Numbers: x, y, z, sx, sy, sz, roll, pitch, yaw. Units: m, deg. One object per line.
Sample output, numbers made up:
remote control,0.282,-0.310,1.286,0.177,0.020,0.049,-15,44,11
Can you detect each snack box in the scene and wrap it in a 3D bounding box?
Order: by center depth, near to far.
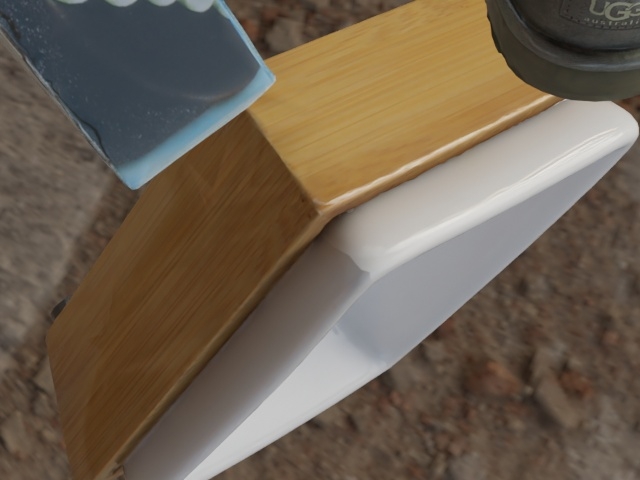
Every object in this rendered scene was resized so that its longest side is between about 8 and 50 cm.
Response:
snack box,-0.142,-0.170,0.463,0.060,0.187,0.322,-39,134,-4

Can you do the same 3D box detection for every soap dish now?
soap dish,0.000,0.000,0.883,0.229,0.291,0.118,-27,76,-39

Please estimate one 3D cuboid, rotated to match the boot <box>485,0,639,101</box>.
boot,0.077,-0.150,0.378,0.076,0.208,0.189,-6,63,-7
